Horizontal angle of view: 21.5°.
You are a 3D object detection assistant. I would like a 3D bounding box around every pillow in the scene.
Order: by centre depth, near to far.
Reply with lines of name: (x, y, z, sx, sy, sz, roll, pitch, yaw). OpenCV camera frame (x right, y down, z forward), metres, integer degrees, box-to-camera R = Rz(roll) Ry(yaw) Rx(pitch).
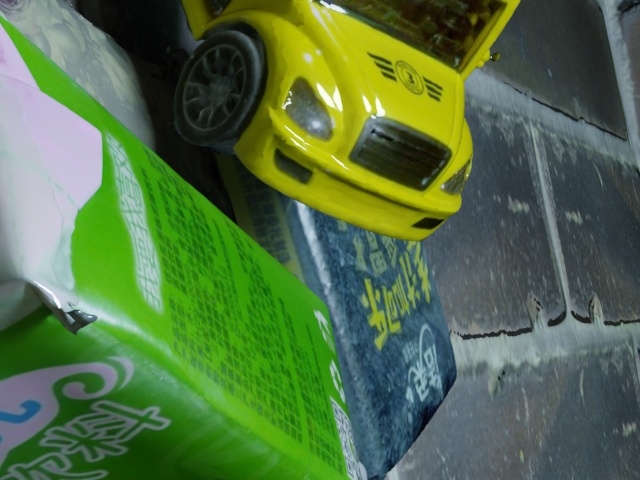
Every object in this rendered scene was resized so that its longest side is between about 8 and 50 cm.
pillow: (-0.111, -0.049, 0.763, 0.255, 0.059, 0.169, 32, 41, -63)

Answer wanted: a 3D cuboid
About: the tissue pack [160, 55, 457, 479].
tissue pack: (0.000, 0.000, 0.995, 0.185, 0.081, 0.257, -36, 112, -66)

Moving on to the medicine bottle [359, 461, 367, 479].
medicine bottle: (-0.008, 0.182, 0.867, 0.079, 0.079, 0.140, 55, 29, -47)

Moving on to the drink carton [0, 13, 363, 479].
drink carton: (-0.096, 0.049, 0.567, 0.271, 0.161, 0.108, 43, 27, -57)

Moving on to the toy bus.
toy bus: (-0.002, -0.162, 0.848, 0.144, 0.152, 0.330, 20, 39, -44)
